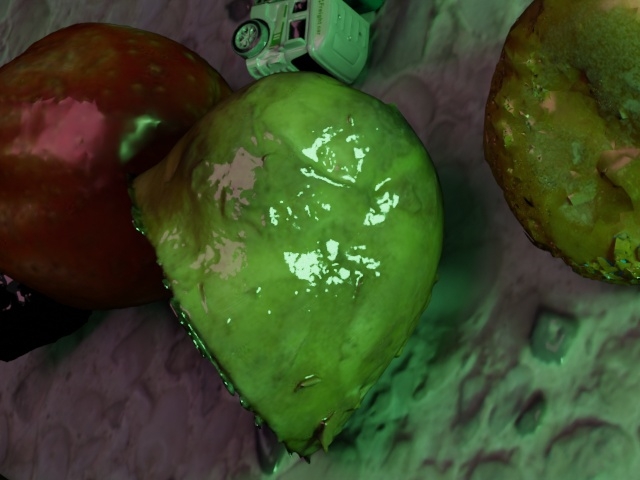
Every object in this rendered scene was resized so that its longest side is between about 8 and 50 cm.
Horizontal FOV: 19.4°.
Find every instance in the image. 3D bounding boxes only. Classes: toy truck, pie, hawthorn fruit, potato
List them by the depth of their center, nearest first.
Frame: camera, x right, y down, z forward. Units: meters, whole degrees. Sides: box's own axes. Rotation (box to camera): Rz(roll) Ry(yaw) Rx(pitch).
[{"bbox_3d":[0.240,-0.086,1.424,0.273,0.069,0.273,13,113,33],"label":"pie"},{"bbox_3d":[0.000,0.000,1.597,0.237,0.289,0.301,-33,47,5],"label":"potato"},{"bbox_3d":[-0.177,-0.077,1.818,0.330,0.287,0.287,-4,68,30],"label":"hawthorn fruit"},{"bbox_3d":[-0.007,-0.267,1.822,0.124,0.114,0.253,-11,64,32],"label":"toy truck"}]

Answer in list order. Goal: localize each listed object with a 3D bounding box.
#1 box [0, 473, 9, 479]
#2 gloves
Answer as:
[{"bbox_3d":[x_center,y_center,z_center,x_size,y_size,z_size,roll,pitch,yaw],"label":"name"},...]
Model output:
[{"bbox_3d":[-0.430,0.233,1.972,0.121,0.193,0.030,20,90,49],"label":"box"},{"bbox_3d":[-0.317,-0.019,2.027,0.197,0.152,0.301,-24,35,5],"label":"gloves"}]
